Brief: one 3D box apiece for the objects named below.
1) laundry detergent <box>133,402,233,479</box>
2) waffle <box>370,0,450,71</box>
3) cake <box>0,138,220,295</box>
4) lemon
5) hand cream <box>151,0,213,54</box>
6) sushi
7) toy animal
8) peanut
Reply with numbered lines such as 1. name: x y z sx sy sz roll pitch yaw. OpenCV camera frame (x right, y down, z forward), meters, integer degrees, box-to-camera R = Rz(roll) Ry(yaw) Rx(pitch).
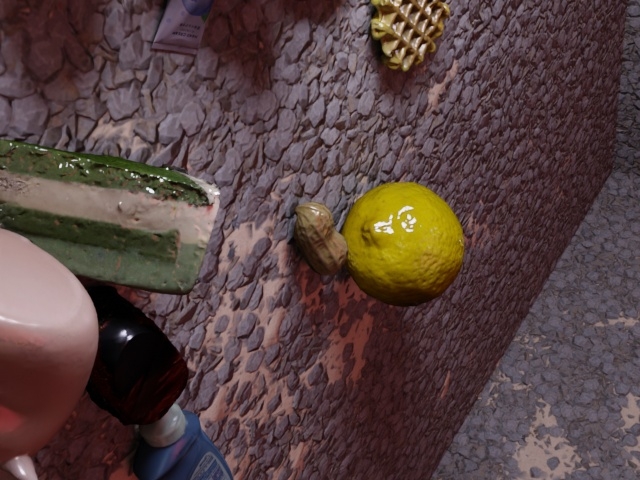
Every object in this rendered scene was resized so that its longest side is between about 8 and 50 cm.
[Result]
1. laundry detergent: -0.243 0.377 1.269 0.143 0.094 0.290 -40 137 -28
2. waffle: 0.175 -0.455 1.415 0.249 0.056 0.253 -32 133 -44
3. cake: -0.261 -0.026 0.908 0.283 0.172 0.158 8 100 -56
4. lemon: 0.172 0.011 1.519 0.310 0.253 0.253 34 80 -59
5. hand cream: -0.170 -0.316 0.984 0.084 0.053 0.142 -9 126 -55
6. sushi: -0.281 0.164 1.043 0.136 0.126 0.225 -54 152 -24
7. toy animal: -0.363 0.132 0.820 0.213 0.195 0.256 19 118 -17
8. peanut: 0.000 0.000 1.399 0.083 0.093 0.194 -41 144 -15
